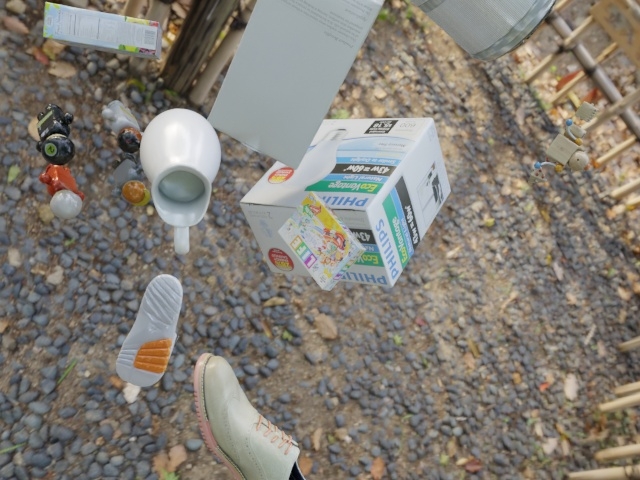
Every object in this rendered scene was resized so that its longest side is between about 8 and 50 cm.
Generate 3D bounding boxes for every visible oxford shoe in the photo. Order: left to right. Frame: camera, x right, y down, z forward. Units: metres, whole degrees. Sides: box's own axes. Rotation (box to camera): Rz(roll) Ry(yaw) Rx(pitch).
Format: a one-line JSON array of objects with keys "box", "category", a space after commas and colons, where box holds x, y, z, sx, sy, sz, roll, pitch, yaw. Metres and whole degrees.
[{"box": [-0.118, 0.377, 1.283, 0.140, 0.146, 0.397, -68, 140, -62], "category": "oxford shoe"}]

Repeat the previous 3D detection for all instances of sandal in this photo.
[{"box": [-0.335, 0.183, 1.380, 0.102, 0.265, 0.076, 25, 17, 0], "category": "sandal"}]

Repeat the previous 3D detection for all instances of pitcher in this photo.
[{"box": [-0.220, -0.097, 1.048, 0.125, 0.178, 0.207, 1, 38, -14], "category": "pitcher"}]

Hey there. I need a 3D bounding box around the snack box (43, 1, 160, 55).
[{"box": [-0.424, -0.411, 1.325, 0.207, 0.174, 0.070, 5, 101, -13], "category": "snack box"}]

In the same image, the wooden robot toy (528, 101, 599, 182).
[{"box": [0.452, -0.157, 1.196, 0.079, 0.173, 0.076, 38, 9, 20], "category": "wooden robot toy"}]

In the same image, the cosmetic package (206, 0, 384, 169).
[{"box": [-0.048, -0.359, 1.318, 0.217, 0.385, 0.156, 29, 34, -6], "category": "cosmetic package"}]

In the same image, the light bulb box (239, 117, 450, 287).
[{"box": [0.069, -0.104, 1.601, 0.361, 0.358, 0.225, -53, 135, -37], "category": "light bulb box"}]

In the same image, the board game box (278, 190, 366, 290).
[{"box": [0.000, 0.000, 1.207, 0.026, 0.103, 0.154, 14, 31, -54], "category": "board game box"}]

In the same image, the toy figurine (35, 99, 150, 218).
[{"box": [-0.444, -0.157, 1.313, 0.209, 0.213, 0.148, -9, 44, -24], "category": "toy figurine"}]

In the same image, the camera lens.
[{"box": [0.287, -0.488, 1.234, 0.274, 0.219, 0.219, 36, 54, -17], "category": "camera lens"}]
